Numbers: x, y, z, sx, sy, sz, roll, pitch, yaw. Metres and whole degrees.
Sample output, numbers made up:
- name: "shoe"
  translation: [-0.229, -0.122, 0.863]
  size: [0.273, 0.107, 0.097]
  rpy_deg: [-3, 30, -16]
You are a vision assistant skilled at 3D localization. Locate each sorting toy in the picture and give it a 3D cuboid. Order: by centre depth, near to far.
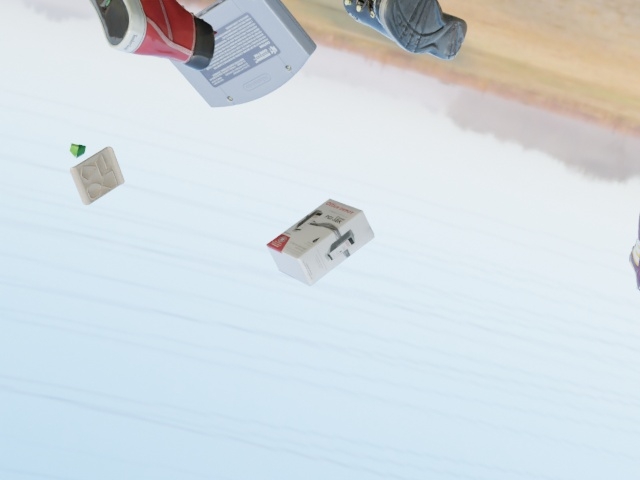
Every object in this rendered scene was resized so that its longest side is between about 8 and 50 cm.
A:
- name: "sorting toy"
  translation: [-0.283, -0.092, 1.215]
  size: [0.062, 0.083, 0.012]
  rpy_deg: [-35, -140, -28]

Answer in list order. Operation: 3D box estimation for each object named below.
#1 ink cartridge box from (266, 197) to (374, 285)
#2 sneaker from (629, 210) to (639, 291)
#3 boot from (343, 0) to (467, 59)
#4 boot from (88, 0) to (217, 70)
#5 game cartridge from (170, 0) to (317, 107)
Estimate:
- name: "ink cartridge box"
  translation: [0.000, 0.000, 1.508]
  size: [0.135, 0.056, 0.099]
  rpy_deg: [-37, -150, -20]
- name: "sneaker"
  translation: [0.585, 0.006, 1.743]
  size: [0.070, 0.185, 0.084]
  rpy_deg: [2, 179, -15]
- name: "boot"
  translation: [0.094, -0.338, 1.421]
  size: [0.179, 0.085, 0.236]
  rpy_deg: [31, -167, 29]
- name: "boot"
  translation: [-0.241, -0.349, 1.402]
  size: [0.176, 0.088, 0.244]
  rpy_deg: [8, -129, -44]
- name: "game cartridge"
  translation: [-0.153, -0.363, 1.851]
  size: [0.297, 0.062, 0.198]
  rpy_deg: [-18, 126, 43]
